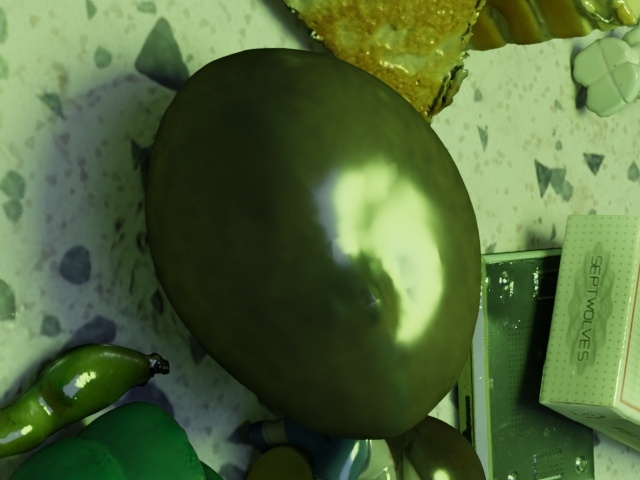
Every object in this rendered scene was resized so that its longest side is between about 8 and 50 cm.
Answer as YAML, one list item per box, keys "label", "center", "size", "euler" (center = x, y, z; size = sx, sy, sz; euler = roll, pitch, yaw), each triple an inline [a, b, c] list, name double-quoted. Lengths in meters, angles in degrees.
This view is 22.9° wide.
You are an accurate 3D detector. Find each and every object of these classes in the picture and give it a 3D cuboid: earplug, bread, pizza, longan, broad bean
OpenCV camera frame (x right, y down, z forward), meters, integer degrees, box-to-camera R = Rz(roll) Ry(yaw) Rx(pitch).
- label: "earplug"
  center: [-0.128, 0.256, 1.267]
  size: [0.280, 0.164, 0.258]
  euler: [1, 69, -33]
- label: "bread"
  center: [0.196, -0.311, 1.556]
  size: [0.111, 0.239, 0.246]
  euler: [-40, 117, -33]
- label: "pizza"
  center: [0.099, -0.245, 1.486]
  size: [0.288, 0.251, 0.074]
  euler: [49, 22, -37]
- label: "longan"
  center: [0.000, 0.000, 1.328]
  size: [0.288, 0.288, 0.350]
  euler: [-29, 90, -40]
- label: "broad bean"
  center: [-0.215, 0.127, 1.288]
  size: [0.213, 0.048, 0.070]
  euler: [-16, 101, -39]

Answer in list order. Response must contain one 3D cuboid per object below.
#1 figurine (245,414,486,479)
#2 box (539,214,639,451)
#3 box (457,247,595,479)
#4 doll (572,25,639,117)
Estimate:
- label: "figurine"
  center: [0.059, 0.234, 1.487]
  size: [0.275, 0.161, 0.158]
  euler: [20, 116, -39]
- label: "box"
  center: [0.366, 0.117, 1.761]
  size: [0.330, 0.095, 0.210]
  euler: [29, 67, -53]
- label: "box"
  center: [0.225, 0.144, 1.705]
  size: [0.210, 0.045, 0.270]
  euler: [-2, 91, -42]
- label: "doll"
  center: [0.424, -0.174, 1.852]
  size: [0.271, 0.144, 0.208]
  euler: [-32, 90, -42]
